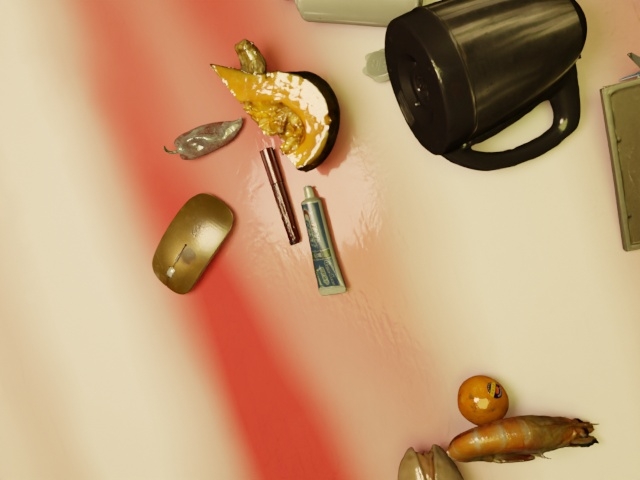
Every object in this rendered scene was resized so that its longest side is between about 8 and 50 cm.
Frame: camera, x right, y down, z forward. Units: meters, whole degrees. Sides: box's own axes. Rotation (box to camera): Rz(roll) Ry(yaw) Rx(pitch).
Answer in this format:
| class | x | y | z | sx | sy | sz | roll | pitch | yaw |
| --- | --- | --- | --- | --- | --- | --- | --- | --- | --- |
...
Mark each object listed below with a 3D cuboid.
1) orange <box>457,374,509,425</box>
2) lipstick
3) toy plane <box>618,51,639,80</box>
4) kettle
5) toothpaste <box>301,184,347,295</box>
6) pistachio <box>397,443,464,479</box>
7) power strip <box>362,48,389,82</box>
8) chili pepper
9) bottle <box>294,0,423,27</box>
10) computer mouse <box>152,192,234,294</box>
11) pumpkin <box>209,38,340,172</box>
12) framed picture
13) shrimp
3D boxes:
| class | x | y | z | sx | sy | sz | roll | pitch | yaw |
| --- | --- | --- | --- | --- | --- | --- | --- | --- | --- |
| orange | 0.264 | 0.262 | 0.853 | 0.083 | 0.083 | 0.084 | 1 | 95 | 12 |
| lipstick | -0.070 | -0.077 | 0.924 | 0.027 | 0.027 | 0.177 | -17 | 93 | 13 |
| toy plane | 0.551 | -0.295 | 0.750 | 0.226 | 0.058 | 0.226 | -32 | 104 | 13 |
| kettle | 0.263 | -0.250 | 0.749 | 0.271 | 0.207 | 0.251 | -25 | 78 | -4 |
| toothpaste | 0.000 | 0.000 | 0.912 | 0.057 | 0.034 | 0.197 | -12 | 94 | 29 |
| pistachio | 0.188 | 0.433 | 0.864 | 0.124 | 0.124 | 0.185 | -15 | 89 | 13 |
| power strip | 0.112 | -0.288 | 0.865 | 0.083 | 0.035 | 0.055 | 14 | 98 | 24 |
| chili pepper | -0.207 | -0.182 | 0.937 | 0.153 | 0.041 | 0.050 | -23 | 110 | -2 |
| bottle | 0.040 | -0.400 | 0.830 | 0.244 | 0.104 | 0.104 | 8 | 97 | 11 |
| computer mouse | -0.239 | 0.008 | 0.959 | 0.102 | 0.045 | 0.199 | 38 | 101 | 9 |
| pumpkin | -0.058 | -0.240 | 0.856 | 0.248 | 0.131 | 0.126 | 46 | 111 | 0 |
| framed picture | 0.529 | -0.122 | 0.764 | 0.188 | 0.023 | 0.260 | -14 | 103 | 13 |
| shrimp | 0.323 | 0.323 | 0.834 | 0.248 | 0.150 | 0.068 | -5 | 57 | -2 |
